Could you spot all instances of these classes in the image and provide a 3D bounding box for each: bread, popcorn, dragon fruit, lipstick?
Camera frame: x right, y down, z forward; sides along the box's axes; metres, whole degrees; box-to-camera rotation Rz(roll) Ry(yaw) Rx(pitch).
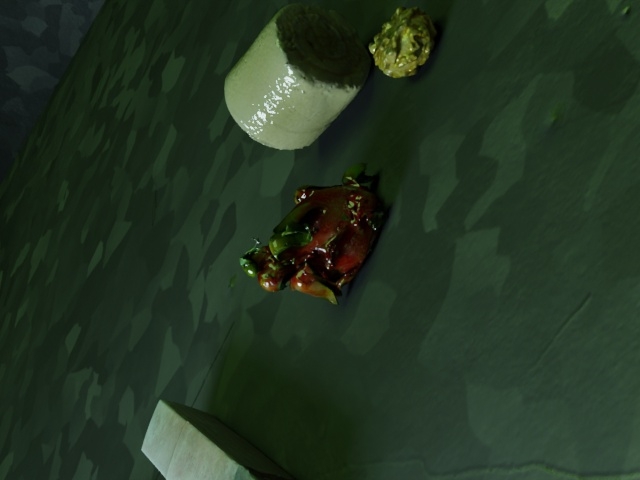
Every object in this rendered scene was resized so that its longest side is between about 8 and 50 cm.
[{"bbox_3d":[-0.028,-0.203,1.381,0.141,0.148,0.134,-45,69,43],"label":"bread"},{"bbox_3d":[0.094,-0.227,1.257,0.082,0.057,0.083,-56,24,22],"label":"popcorn"},{"bbox_3d":[0.000,0.000,1.219,0.142,0.175,0.138,64,146,19],"label":"dragon fruit"},{"bbox_3d":[-0.111,0.262,1.246,0.371,0.079,0.076,15,84,66],"label":"lipstick"}]
